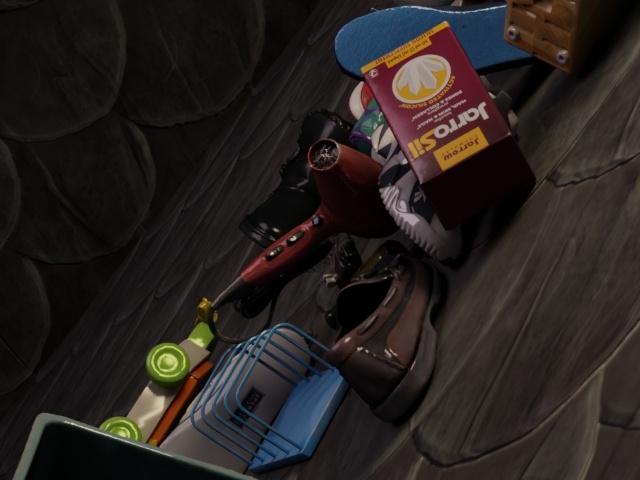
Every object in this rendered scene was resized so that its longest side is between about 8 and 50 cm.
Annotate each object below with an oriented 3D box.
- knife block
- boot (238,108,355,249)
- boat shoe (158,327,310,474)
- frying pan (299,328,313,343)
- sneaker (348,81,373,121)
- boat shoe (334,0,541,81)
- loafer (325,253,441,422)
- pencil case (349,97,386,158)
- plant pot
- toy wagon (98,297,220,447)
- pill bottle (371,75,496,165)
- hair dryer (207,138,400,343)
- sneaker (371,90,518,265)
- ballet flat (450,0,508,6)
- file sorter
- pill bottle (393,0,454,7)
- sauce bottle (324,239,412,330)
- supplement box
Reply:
[{"bbox_3d":[0.301,-0.334,1.867,0.242,0.088,0.276,-36,-35,-34],"label":"knife block"},{"bbox_3d":[-0.022,-0.084,2.597,0.207,0.094,0.246,-58,5,8],"label":"boot"},{"bbox_3d":[-0.115,0.212,2.141,0.267,0.096,0.088,-56,7,-8],"label":"boat shoe"},{"bbox_3d":[-0.130,0.241,2.249,0.326,0.053,0.197,-48,13,47],"label":"frying pan"},{"bbox_3d":[0.115,-0.257,2.617,0.128,0.087,0.221,-37,32,35],"label":"sneaker"},{"bbox_3d":[0.144,-0.205,2.017,0.089,0.258,0.109,96,173,-85],"label":"boat shoe"},{"bbox_3d":[0.057,0.071,1.818,0.109,0.095,0.302,-52,12,18],"label":"loafer"},{"bbox_3d":[0.099,-0.175,2.432,0.064,0.070,0.152,17,66,41],"label":"pencil case"},{"bbox_3d":[-0.206,0.358,1.748,0.248,0.247,0.252,-83,13,-67],"label":"plant pot"},{"bbox_3d":[-0.209,0.228,2.391,0.344,0.068,0.267,-58,-8,-27],"label":"toy wagon"},{"bbox_3d":[0.128,-0.130,2.126,0.160,0.087,0.087,-44,16,47],"label":"pill bottle"},{"bbox_3d":[0.000,0.000,1.994,0.223,0.080,0.293,-25,-34,-34],"label":"hair dryer"},{"bbox_3d":[0.143,-0.087,1.913,0.153,0.094,0.235,-40,25,19],"label":"sneaker"},{"bbox_3d":[0.216,-0.282,2.149,0.123,0.123,0.348,-59,13,-18],"label":"ballet flat"},{"bbox_3d":[-0.055,0.168,1.986,0.118,0.104,0.170,-59,11,-22],"label":"file sorter"},{"bbox_3d":[0.159,-0.383,2.040,0.264,0.146,0.146,-47,13,18],"label":"pill bottle"},{"bbox_3d":[0.050,0.052,2.041,0.128,0.042,0.042,-47,14,30],"label":"sauce bottle"},{"bbox_3d":[0.126,-0.116,1.834,0.104,0.081,0.188,-29,47,5],"label":"supplement box"}]
